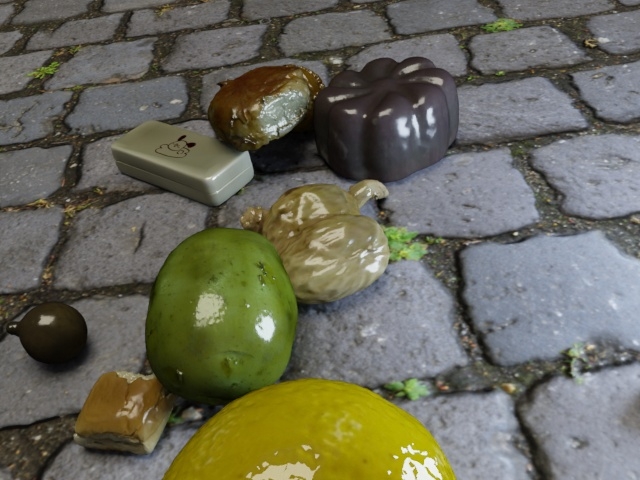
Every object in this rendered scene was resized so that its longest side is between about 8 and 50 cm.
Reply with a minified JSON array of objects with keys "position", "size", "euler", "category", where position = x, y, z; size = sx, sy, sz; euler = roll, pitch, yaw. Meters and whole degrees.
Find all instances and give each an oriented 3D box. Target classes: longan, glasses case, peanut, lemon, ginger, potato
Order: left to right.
[{"position":[-0.425,0.144,1.097],"size":[0.119,0.106,0.106],"euler":[6,37,-12],"category":"longan"},{"position":[-0.294,-0.168,1.482],"size":[0.312,0.070,0.131],"euler":[21,48,32],"category":"glasses case"},{"position":[-0.141,0.102,1.012],"size":[0.215,0.216,0.304],"euler":[-12,32,-3],"category":"potato"},{"position":[-0.016,0.295,0.662],"size":[0.335,0.336,0.336],"euler":[-6,39,5],"category":"lemon"},{"position":[-0.006,-0.064,1.290],"size":[0.288,0.075,0.089],"euler":[-19,75,-12],"category":"ginger"},{"position":[0.000,0.000,1.170],"size":[0.196,0.110,0.233],"euler":[-24,45,-10],"category":"peanut"}]

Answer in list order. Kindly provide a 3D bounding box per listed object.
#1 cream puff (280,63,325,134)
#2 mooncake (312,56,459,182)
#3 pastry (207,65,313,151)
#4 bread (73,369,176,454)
[{"position":[-0.051,-0.309,1.550],"size":[0.150,0.165,0.115],"euler":[-31,-11,34],"category":"cream puff"},{"position":[0.132,-0.257,1.438],"size":[0.305,0.154,0.306],"euler":[-6,36,5],"category":"mooncake"},{"position":[-0.126,-0.272,1.426],"size":[0.218,0.100,0.229],"euler":[-3,39,25],"category":"pastry"},{"position":[-0.271,0.234,0.971],"size":[0.125,0.082,0.106],"euler":[4,35,13],"category":"bread"}]
